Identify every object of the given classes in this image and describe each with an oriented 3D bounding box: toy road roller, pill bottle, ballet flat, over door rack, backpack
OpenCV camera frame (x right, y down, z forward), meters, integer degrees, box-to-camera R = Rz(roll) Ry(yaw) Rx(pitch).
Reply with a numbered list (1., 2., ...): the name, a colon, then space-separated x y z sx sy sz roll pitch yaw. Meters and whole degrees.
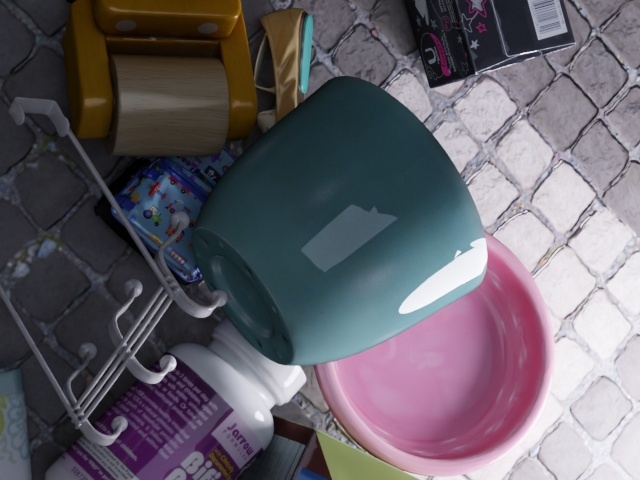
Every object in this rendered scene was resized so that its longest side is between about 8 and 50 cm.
1. toy road roller: -0.177 -0.277 1.528 0.202 0.240 0.330 -1 66 -19
2. pill bottle: -0.162 0.229 1.588 0.301 0.169 0.169 -45 103 -15
3. ballet flat: -0.047 -0.177 1.704 0.073 0.080 0.232 0 85 8
4. over door rack: -0.262 0.028 1.491 0.324 0.239 0.108 47 30 17
5. backpack: -0.159 -0.052 1.628 0.158 0.117 0.173 45 72 -14

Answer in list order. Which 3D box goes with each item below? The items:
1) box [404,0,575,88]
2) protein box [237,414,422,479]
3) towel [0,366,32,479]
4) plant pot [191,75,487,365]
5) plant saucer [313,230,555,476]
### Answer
1. box: 0.203 -0.343 1.752 0.163 0.142 0.247 -18 96 -20
2. protein box: 0.016 0.318 1.632 0.199 0.201 0.136 28 80 -17
3. towel: -0.510 0.313 1.508 0.374 0.090 0.321 -4 92 -19
4. plant pot: 0.000 0.000 1.505 0.235 0.293 0.293 -34 100 -22
5. plant saucer: 0.137 0.135 1.722 0.332 0.084 0.332 5 77 -20
